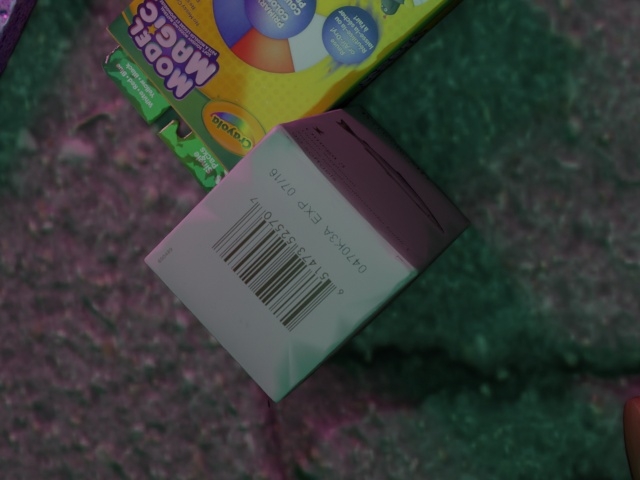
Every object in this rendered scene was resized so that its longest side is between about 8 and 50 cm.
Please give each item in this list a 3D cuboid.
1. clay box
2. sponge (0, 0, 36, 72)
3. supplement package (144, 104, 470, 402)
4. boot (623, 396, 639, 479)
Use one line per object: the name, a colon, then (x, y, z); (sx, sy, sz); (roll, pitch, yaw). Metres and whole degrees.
clay box: (-0.023, -0.131, 0.894); (0.222, 0.053, 0.127); (-42, 87, 15)
sponge: (-0.236, -0.165, 0.951); (0.117, 0.031, 0.210); (31, 104, 8)
supplement package: (0.000, 0.000, 0.842); (0.105, 0.179, 0.105); (46, 106, 3)
boot: (0.317, 0.185, 0.846); (0.211, 0.104, 0.295); (-24, 71, -4)
